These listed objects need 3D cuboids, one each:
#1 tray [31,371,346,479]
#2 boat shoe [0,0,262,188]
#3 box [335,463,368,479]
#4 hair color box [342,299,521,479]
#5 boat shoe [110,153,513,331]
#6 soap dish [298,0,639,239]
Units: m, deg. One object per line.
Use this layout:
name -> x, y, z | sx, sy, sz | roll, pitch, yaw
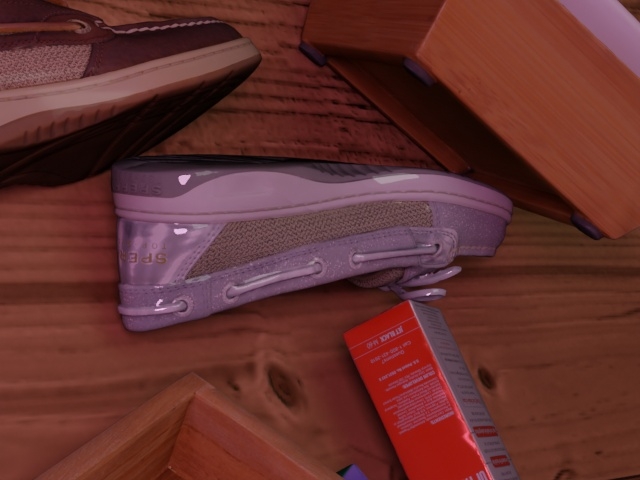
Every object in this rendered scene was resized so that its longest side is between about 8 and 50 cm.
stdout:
tray -> -0.108, 0.220, 0.705 | 0.203, 0.076, 0.411 | 33, 34, 18
boat shoe -> -0.175, -0.099, 0.896 | 0.342, 0.123, 0.123 | -21, 81, -44
box -> 0.001, 0.220, 0.904 | 0.105, 0.043, 0.179 | 50, 41, -6
hair color box -> 0.080, 0.125, 1.016 | 0.167, 0.053, 0.093 | 64, 12, 13
boat shoe -> 0.001, 0.000, 1.016 | 0.320, 0.118, 0.103 | -1, 97, -48
soap dish -> 0.118, -0.114, 1.096 | 0.229, 0.291, 0.118 | 40, 86, -20
